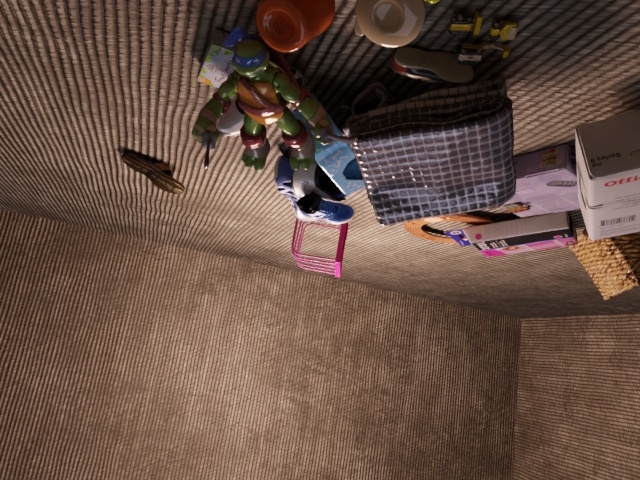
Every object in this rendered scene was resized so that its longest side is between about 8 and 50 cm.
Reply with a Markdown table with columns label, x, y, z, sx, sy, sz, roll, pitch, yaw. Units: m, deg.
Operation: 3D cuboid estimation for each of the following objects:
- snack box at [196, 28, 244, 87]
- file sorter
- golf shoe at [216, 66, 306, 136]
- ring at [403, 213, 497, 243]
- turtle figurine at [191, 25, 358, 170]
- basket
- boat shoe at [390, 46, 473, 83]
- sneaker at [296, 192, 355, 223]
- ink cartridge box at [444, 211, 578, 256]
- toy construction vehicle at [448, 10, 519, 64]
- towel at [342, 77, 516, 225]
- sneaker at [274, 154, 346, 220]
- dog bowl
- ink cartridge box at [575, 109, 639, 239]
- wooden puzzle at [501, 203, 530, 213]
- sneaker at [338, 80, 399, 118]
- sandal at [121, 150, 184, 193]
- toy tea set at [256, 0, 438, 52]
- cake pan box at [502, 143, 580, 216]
| label | x | y | z | sx | sy | sz | roll | pitch | yaw |
| --- | --- | --- | --- | --- | --- | --- | --- | --- | --- |
| snack box | -0.166 | -0.326 | 0.926 | 0.100 | 0.037 | 0.141 | 14 | 165 | -21 |
| file sorter | 0.000 | 0.000 | 1.821 | 0.182 | 0.202 | 0.290 | 9 | 167 | 4 |
| golf shoe | -0.122 | -0.265 | 0.920 | 0.198 | 0.077 | 0.094 | -31 | 175 | 0 |
| ring | 0.456 | -0.045 | 1.706 | 0.337 | 0.032 | 0.336 | 8 | 167 | 2 |
| turtle figurine | -0.087 | -0.162 | 0.793 | 0.198 | 0.274 | 0.266 | -31 | 164 | -3 |
| basket | 0.962 | 0.029 | 1.553 | 0.214 | 0.223 | 0.299 | -27 | 160 | 6 |
| boat shoe | 0.186 | -0.289 | 0.835 | 0.137 | 0.049 | 0.043 | 12 | 170 | -1 |
| sneaker | 0.011 | -0.085 | 1.315 | 0.152 | 0.058 | 0.084 | 10 | 168 | 18 |
| ink cartridge box | 0.603 | -0.010 | 1.583 | 0.371 | 0.069 | 0.176 | -8 | 160 | 33 |
| toy construction vehicle | 0.243 | -0.311 | 0.753 | 0.098 | 0.035 | 0.086 | 4 | 155 | 10 |
| towel | 0.202 | -0.146 | 0.903 | 0.284 | 0.121 | 0.235 | -9 | 143 | 18 |
| sneaker | 0.007 | -0.135 | 1.414 | 0.182 | 0.127 | 0.315 | 6 | 165 | 21 |
| dog bowl | 0.025 | -0.194 | 1.060 | 0.074 | 0.165 | 0.297 | -35 | 155 | 9 |
| ink cartridge box | 0.616 | -0.124 | 0.951 | 0.211 | 0.121 | 0.289 | -13 | 153 | 23 |
| wooden puzzle | 0.505 | -0.084 | 1.285 | 0.049 | 0.006 | 0.083 | 15 | 166 | -25 |
| sneaker | 0.167 | -0.233 | 0.963 | 0.269 | 0.101 | 0.153 | 1 | 162 | 23 |
| sandal | -0.518 | -0.221 | 1.566 | 0.219 | 0.060 | 0.090 | 34 | 149 | -29 |
| toy tea set | 0.043 | -0.350 | 0.620 | 0.336 | 0.124 | 0.200 | 7 | 137 | 23 |
| cake pan box | 0.534 | -0.133 | 1.215 | 0.246 | 0.070 | 0.267 | 20 | 163 | -32 |
